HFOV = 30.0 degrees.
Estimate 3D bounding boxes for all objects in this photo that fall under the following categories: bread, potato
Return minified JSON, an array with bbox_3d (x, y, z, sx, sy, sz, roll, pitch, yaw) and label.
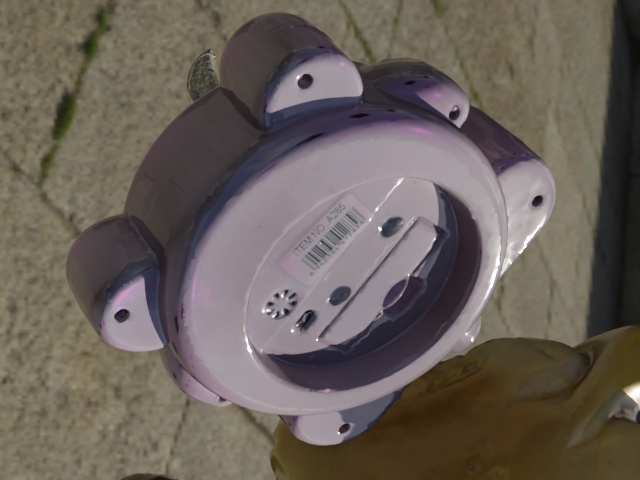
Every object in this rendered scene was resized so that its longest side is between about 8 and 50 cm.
[{"bbox_3d":[0.144,0.232,1.172,0.329,0.423,0.245,-22,97,-68],"label":"bread"},{"bbox_3d":[-0.125,-0.164,1.301,0.037,0.036,0.093,-99,177,-62],"label":"potato"}]

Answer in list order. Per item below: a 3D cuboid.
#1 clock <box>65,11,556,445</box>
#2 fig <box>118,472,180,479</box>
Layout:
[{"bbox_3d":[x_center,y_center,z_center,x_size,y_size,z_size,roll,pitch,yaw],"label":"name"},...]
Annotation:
[{"bbox_3d":[0.000,0.000,0.859,0.322,0.295,0.113,27,16,-47],"label":"clock"},{"bbox_3d":[-0.246,0.403,1.493,0.321,0.216,0.217,44,45,-76],"label":"fig"}]
